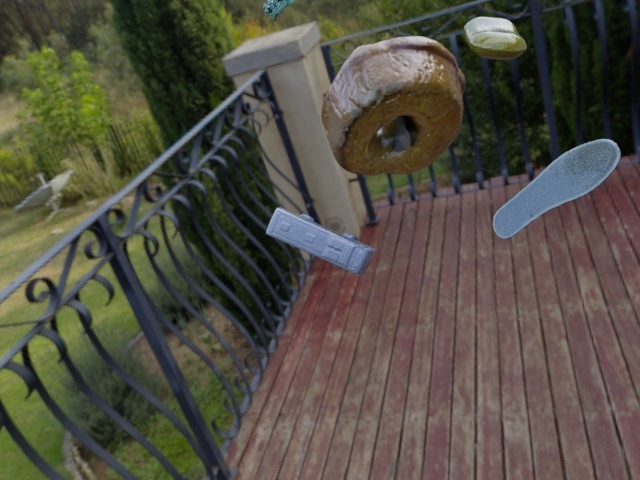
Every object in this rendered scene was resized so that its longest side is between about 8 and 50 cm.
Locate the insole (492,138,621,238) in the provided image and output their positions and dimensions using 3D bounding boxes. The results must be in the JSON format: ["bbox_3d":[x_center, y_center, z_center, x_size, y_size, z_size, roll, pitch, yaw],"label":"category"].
[{"bbox_3d":[0.346,-0.077,0.942,0.232,0.003,0.080,-41,48,42],"label":"insole"}]

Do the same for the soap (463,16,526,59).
[{"bbox_3d":[0.277,-0.322,0.997,0.089,0.045,0.140,8,34,1],"label":"soap"}]

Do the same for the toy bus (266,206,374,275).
[{"bbox_3d":[0.000,0.000,1.102,0.191,0.064,0.075,24,2,6],"label":"toy bus"}]

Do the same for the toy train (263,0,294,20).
[{"bbox_3d":[-0.098,-0.547,1.443,0.029,0.045,0.092,11,57,40],"label":"toy train"}]

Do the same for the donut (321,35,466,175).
[{"bbox_3d":[0.145,-0.256,1.248,0.299,0.317,0.150,-15,62,19],"label":"donut"}]
